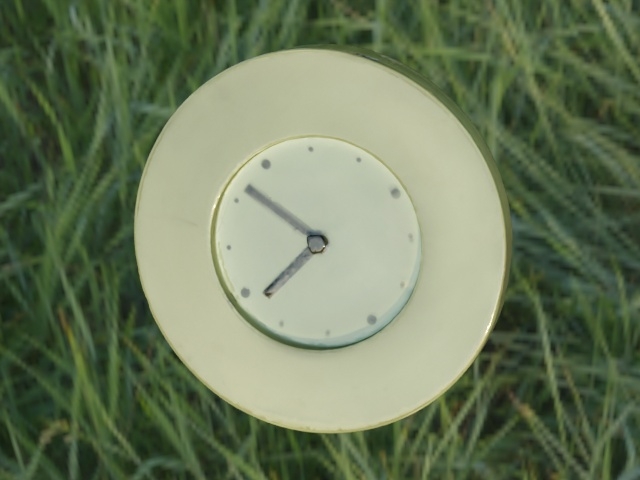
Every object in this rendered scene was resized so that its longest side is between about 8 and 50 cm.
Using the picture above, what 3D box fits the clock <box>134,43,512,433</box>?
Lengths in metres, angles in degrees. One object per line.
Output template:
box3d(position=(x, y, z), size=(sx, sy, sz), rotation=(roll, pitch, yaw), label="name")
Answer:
box3d(position=(0.000, 0.000, 1.062), size=(0.235, 0.235, 0.029), rotation=(12, 13, 14), label="clock")
